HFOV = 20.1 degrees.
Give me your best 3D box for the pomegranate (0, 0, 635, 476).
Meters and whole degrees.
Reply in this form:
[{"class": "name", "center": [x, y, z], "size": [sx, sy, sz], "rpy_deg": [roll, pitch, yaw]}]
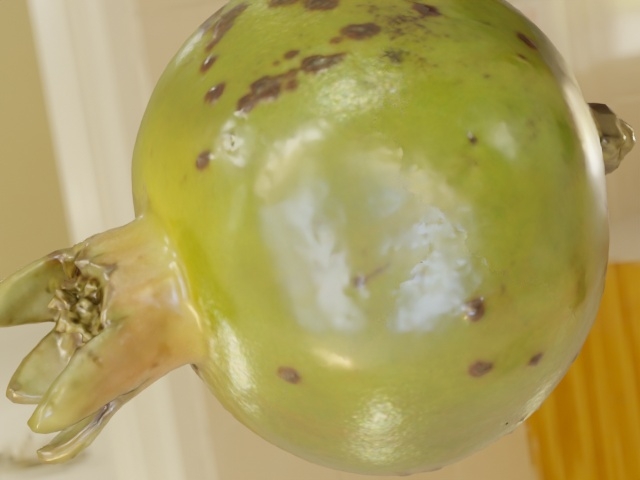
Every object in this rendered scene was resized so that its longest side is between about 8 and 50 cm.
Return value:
[{"class": "pomegranate", "center": [0.004, 0.010, 0.677], "size": [0.198, 0.198, 0.246], "rpy_deg": [2, -138, 47]}]
